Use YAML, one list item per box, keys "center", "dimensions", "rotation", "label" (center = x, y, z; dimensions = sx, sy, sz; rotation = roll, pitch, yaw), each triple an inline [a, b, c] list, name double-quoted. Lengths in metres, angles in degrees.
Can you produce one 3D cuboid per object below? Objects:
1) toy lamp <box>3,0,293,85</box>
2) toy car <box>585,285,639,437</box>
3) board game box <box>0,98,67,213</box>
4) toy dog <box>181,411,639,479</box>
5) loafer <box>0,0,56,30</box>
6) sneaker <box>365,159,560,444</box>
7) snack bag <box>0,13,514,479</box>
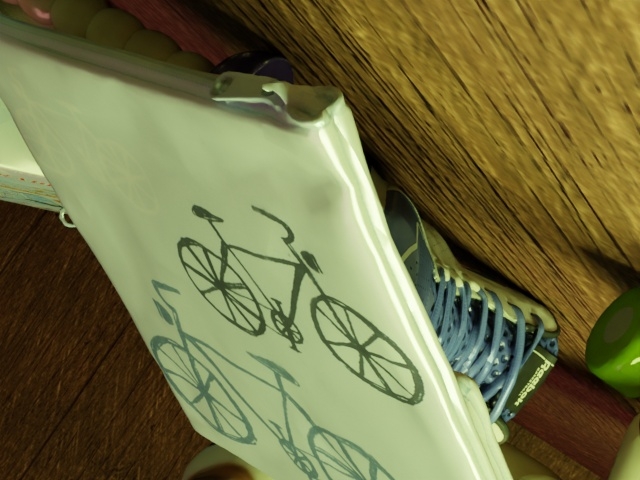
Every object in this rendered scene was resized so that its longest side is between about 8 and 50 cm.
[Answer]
- center: [-0.143, -0.132, 0.748]
  dimensions: [0.275, 0.080, 0.080]
  rotation: [30, 175, 18]
  label: "toy lamp"
- center: [0.172, 0.143, 0.627]
  dimensions: [0.155, 0.188, 0.149]
  rotation: [35, 176, -13]
  label: "toy car"
- center: [-0.288, -0.081, 1.138]
  dimensions: [0.319, 0.065, 0.318]
  rotation: [12, 175, -27]
  label: "board game box"
- center: [0.073, 0.263, 1.180]
  dimensions: [0.408, 0.395, 0.284]
  rotation: [13, 177, 20]
  label: "toy dog"
- center: [-0.238, -0.161, 1.017]
  dimensions: [0.102, 0.092, 0.268]
  rotation: [37, 175, -35]
  label: "loafer"
- center: [0.076, 0.048, 0.903]
  dimensions: [0.182, 0.127, 0.315]
  rotation: [26, 177, 3]
  label: "sneaker"
- center: [-0.034, 0.031, 0.697]
  dimensions: [0.323, 0.037, 0.342]
  rotation: [22, 145, 48]
  label: "snack bag"
